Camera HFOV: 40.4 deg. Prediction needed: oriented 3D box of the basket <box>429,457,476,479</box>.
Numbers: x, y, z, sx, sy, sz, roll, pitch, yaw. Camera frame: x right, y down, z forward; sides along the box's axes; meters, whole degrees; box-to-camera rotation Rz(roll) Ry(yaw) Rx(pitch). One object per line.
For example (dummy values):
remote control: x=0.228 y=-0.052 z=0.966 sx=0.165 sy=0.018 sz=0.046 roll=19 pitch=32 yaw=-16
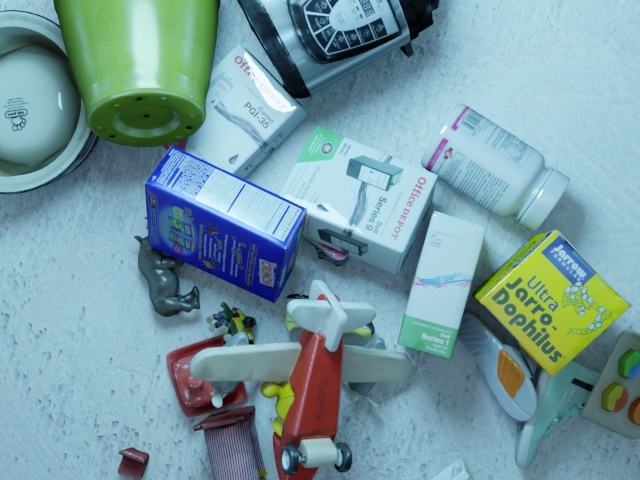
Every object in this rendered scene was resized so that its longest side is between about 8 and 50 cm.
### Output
basket: x=0.270 y=0.565 z=1.860 sx=0.167 sy=0.113 sz=0.103 roll=-38 pitch=88 yaw=5

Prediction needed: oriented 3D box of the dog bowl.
dog bowl: x=-0.678 y=-0.304 z=1.987 sx=0.407 sy=0.150 sz=0.408 roll=0 pitch=89 yaw=7

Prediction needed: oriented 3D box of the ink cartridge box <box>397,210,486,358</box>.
ink cartridge box: x=0.253 y=0.092 z=1.827 sx=0.117 sy=0.201 sz=0.278 roll=16 pitch=90 yaw=7

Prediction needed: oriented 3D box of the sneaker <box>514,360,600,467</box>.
sneaker: x=0.508 y=0.378 z=1.842 sx=0.151 sy=0.094 sz=0.256 roll=19 pitch=92 yaw=5

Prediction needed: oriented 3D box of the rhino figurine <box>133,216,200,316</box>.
rhino figurine: x=-0.358 y=0.059 z=1.974 sx=0.106 sy=0.073 sz=0.243 roll=-21 pitch=85 yaw=4

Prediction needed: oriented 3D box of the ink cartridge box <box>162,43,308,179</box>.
ink cartridge box: x=-0.201 y=-0.264 z=1.938 sx=0.283 sy=0.117 sz=0.207 roll=-44 pitch=83 yaw=5

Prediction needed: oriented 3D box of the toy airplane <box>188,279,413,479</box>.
toy airplane: x=-0.033 y=0.266 z=1.804 sx=0.384 sy=0.272 sz=0.386 roll=-42 pitch=112 yaw=-14

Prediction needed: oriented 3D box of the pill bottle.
pill bottle: x=0.369 y=-0.150 z=1.838 sx=0.283 sy=0.160 sz=0.160 roll=34 pitch=93 yaw=7

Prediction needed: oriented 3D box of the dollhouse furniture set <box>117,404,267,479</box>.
dollhouse furniture set: x=-0.305 y=0.510 z=1.915 sx=0.374 sy=0.152 sz=0.201 roll=-15 pitch=87 yaw=7

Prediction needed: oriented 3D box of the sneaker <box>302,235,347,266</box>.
sneaker: x=0.000 y=0.000 z=1.934 sx=0.063 sy=0.075 sz=0.170 roll=-39 pitch=61 yaw=-20

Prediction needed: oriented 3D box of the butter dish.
butter dish: x=-0.264 y=0.306 z=1.932 sx=0.159 sy=0.118 sz=0.160 roll=-19 pitch=86 yaw=6

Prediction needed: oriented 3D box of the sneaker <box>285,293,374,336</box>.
sneaker: x=0.017 y=0.186 z=1.925 sx=0.208 sy=0.081 sz=0.094 roll=15 pitch=98 yaw=14

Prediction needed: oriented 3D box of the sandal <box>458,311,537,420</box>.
sandal: x=0.392 y=0.254 z=1.852 sx=0.265 sy=0.076 sz=0.102 roll=59 pitch=137 yaw=28

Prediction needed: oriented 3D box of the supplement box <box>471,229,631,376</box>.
supplement box: x=0.440 y=0.117 z=1.724 sx=0.195 sy=0.356 sz=0.194 roll=-44 pitch=83 yaw=4

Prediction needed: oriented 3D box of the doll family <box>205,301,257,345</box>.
doll family: x=-0.169 y=0.223 z=1.937 sx=0.076 sy=0.111 sz=0.193 roll=-20 pitch=89 yaw=37

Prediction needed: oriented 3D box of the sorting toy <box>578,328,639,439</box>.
sorting toy: x=0.650 y=0.304 z=1.804 sx=0.193 sy=0.038 sz=0.208 roll=26 pitch=95 yaw=-28

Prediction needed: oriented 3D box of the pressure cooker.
pressure cooker: x=0.038 y=-0.540 z=1.787 sx=0.420 sy=0.370 sz=0.376 roll=-28 pitch=80 yaw=3

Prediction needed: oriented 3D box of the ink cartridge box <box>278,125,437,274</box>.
ink cartridge box: x=0.079 y=-0.087 z=1.858 sx=0.289 sy=0.121 sz=0.211 roll=23 pitch=66 yaw=9

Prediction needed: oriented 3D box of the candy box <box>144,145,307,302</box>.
candy box: x=-0.202 y=-0.027 z=1.842 sx=0.317 sy=0.268 sz=0.122 roll=26 pitch=60 yaw=5

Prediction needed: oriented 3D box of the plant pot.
plant pot: x=-0.368 y=-0.396 z=1.795 sx=0.366 sy=0.366 sz=0.353 roll=-11 pitch=70 yaw=7
